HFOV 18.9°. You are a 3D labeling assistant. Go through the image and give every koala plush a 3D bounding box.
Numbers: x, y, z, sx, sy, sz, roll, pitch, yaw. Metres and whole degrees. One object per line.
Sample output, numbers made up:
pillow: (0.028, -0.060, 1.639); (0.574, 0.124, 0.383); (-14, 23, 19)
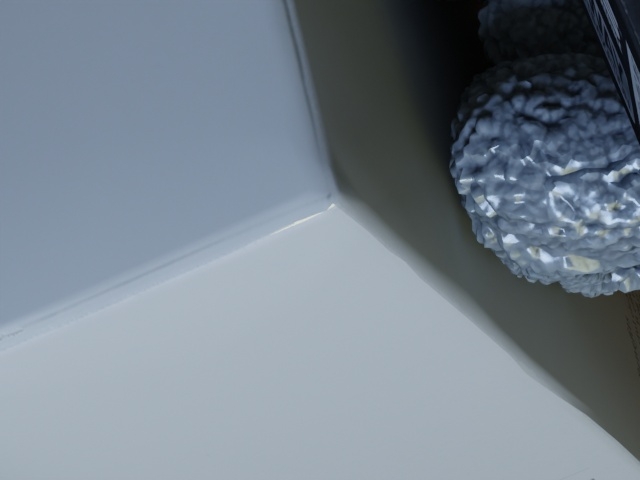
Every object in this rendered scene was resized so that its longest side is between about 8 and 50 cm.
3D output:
koala plush: (0.156, -0.090, 0.571); (0.221, 0.196, 0.203); (-18, 161, 19)

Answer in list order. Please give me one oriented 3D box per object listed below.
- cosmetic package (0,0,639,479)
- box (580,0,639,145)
cosmetic package: (0.000, 0.000, 0.644); (0.155, 0.197, 0.365); (-24, 149, 18)
box: (0.144, -0.138, 0.365); (0.242, 0.307, 0.076); (-19, 155, 5)
